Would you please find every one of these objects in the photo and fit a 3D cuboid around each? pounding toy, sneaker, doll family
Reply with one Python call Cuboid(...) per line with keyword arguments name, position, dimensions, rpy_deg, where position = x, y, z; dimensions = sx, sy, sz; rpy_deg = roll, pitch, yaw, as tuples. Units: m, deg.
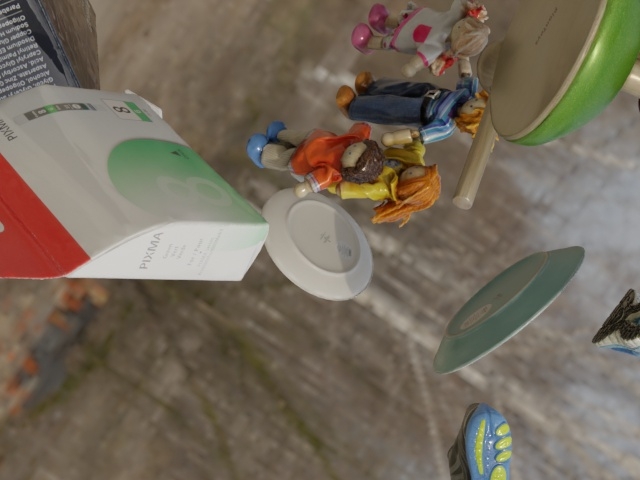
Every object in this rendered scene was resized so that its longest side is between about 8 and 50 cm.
Cuboid(name="pounding toy", position=(0.210, -0.131, 1.380), dimensions=(0.237, 0.110, 0.183), rpy_deg=(130, -24, -52))
Cuboid(name="sneaker", position=(0.174, 0.265, 1.940), dimensions=(0.078, 0.067, 0.188), rpy_deg=(-111, -156, -72))
Cuboid(name="sneaker", position=(0.297, 0.090, 1.592), dimensions=(0.063, 0.073, 0.162), rpy_deg=(-53, -174, -1))
Cuboid(name="doll family", position=(0.075, -0.102, 1.568), dimensions=(0.163, 0.118, 0.263), rpy_deg=(13, -126, 43))

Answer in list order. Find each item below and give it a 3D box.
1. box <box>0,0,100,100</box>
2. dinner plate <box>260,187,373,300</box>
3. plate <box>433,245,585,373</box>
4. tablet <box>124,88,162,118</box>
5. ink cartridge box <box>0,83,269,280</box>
Cuboid(name="box", position=(-0.324, -0.245, 1.485), dimensions=(0.179, 0.313, 0.343), rpy_deg=(-22, -155, 2))
Cuboid(name="dinner plate", position=(0.000, 0.000, 1.872), dimensions=(0.017, 0.141, 0.141), rpy_deg=(-43, -171, 42))
Cuboid(name="plate", position=(0.176, 0.060, 1.714), dimensions=(0.188, 0.024, 0.188), rpy_deg=(-39, -172, 7))
Cuboid(name="tablet", position=(-0.209, -0.141, 2.095), dimensions=(0.006, 0.054, 0.083), rpy_deg=(-50, 161, -29))
Cuboid(name="ink cartridge box", position=(-0.171, -0.042, 1.154), dimensions=(0.224, 0.181, 0.056), rpy_deg=(5, 120, -44))
